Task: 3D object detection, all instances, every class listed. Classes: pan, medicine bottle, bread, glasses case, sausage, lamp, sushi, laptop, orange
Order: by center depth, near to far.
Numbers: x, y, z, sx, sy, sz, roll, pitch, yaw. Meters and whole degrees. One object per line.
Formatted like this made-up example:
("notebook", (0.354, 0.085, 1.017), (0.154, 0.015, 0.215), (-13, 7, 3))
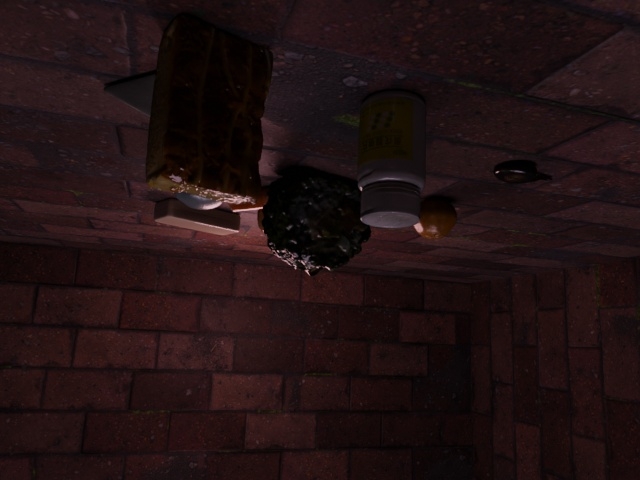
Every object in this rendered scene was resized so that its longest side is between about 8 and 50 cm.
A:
("bread", (-0.185, -0.210, 0.855), (0.184, 0.275, 0.114), (10, 170, -34))
("medicine bottle", (0.148, -0.164, 1.047), (0.143, 0.258, 0.143), (2, 168, 1))
("laptop", (-0.297, -0.305, 1.069), (0.268, 0.015, 0.187), (-3, 167, 28))
("pan", (0.584, -0.180, 1.433), (0.211, 0.040, 0.114), (10, 172, -30))
("sushi", (-0.008, -0.051, 1.591), (0.351, 0.295, 0.178), (9, 172, -35))
("lamp", (-0.392, -0.153, 1.638), (0.179, 0.108, 0.246), (11, 167, -20))
("sausage", (-0.209, -0.142, 1.743), (0.234, 0.071, 0.071), (-3, 168, 30))
("orange", (0.399, -0.074, 1.774), (0.158, 0.136, 0.159), (1, 166, 0))
("glasses case", (-0.497, -0.092, 2.058), (0.143, 0.076, 0.336), (-9, 164, 43))

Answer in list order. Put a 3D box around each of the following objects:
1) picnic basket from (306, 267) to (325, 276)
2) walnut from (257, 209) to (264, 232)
("picnic basket", (0.000, 0.000, 1.910), (0.228, 0.175, 0.313), (-37, 171, -6))
("walnut", (-0.161, -0.089, 1.847), (0.144, 0.144, 0.180), (7, 160, -22))
